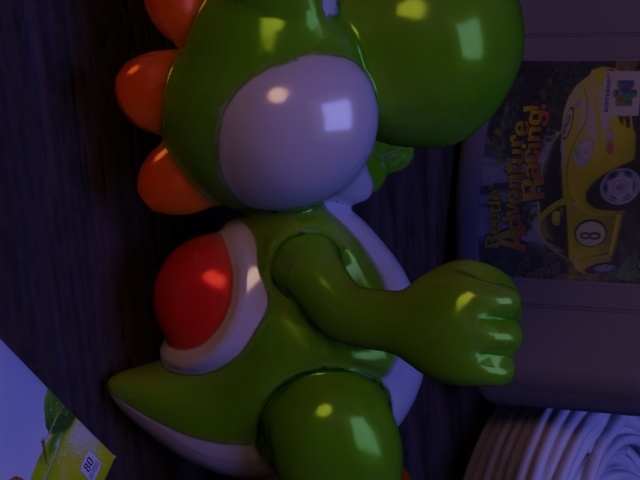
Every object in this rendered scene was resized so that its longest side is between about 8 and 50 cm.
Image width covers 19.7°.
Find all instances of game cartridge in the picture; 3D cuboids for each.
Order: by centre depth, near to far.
[{"bbox_3d":[0.183,-0.039,1.150,0.060,0.196,0.294,17,76,-56],"label":"game cartridge"}]

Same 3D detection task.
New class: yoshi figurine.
[{"bbox_3d":[0.028,-0.002,0.898,0.203,0.203,0.362,-30,120,-55],"label":"yoshi figurine"}]

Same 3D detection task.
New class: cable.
[{"bbox_3d":[0.166,0.220,1.247,0.257,0.089,0.257,-24,113,-54],"label":"cable"}]

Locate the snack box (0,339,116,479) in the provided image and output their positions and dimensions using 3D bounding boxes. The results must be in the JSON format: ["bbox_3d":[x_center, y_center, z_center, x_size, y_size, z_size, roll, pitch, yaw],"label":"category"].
[{"bbox_3d":[-0.183,0.125,0.700,0.174,0.070,0.207,56,46,-44],"label":"snack box"}]
